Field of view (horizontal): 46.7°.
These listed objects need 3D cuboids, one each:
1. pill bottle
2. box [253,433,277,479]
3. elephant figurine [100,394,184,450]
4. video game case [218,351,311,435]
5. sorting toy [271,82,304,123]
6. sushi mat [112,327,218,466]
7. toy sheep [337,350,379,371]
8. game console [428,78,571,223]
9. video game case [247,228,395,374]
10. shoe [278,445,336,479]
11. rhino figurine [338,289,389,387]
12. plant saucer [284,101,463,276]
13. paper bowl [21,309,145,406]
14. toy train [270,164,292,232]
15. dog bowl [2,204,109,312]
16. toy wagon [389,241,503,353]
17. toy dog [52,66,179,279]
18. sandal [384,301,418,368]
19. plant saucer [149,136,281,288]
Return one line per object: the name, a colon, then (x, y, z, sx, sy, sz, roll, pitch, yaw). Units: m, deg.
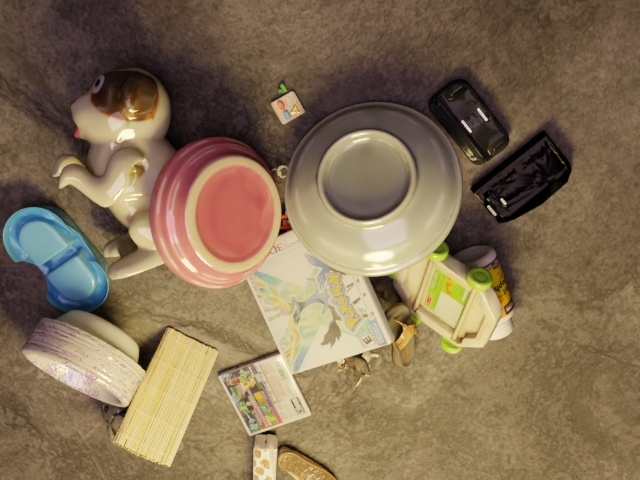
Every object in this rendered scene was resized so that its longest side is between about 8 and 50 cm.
pill bottle: (0.394, 0.128, 1.784, 0.117, 0.117, 0.215, -20, 108, 9)
box: (-0.152, 0.678, 2.024, 0.063, 0.067, 0.324, 3, 113, 0)
elephant figurine: (-0.495, 0.449, 1.935, 0.239, 0.186, 0.169, -10, 153, 17)
video game case: (-0.146, 0.406, 1.957, 0.183, 0.023, 0.201, -21, 109, 9)
sorting toy: (-0.081, -0.315, 1.695, 0.062, 0.012, 0.083, -27, 107, 12)
sushi mat: (-0.380, 0.386, 1.845, 0.151, 0.317, 0.019, 26, 153, -9)
toy sheep: (0.083, 0.289, 1.871, 0.132, 0.091, 0.091, 2, 110, 6)
game console: (0.401, -0.218, 1.698, 0.213, 0.044, 0.361, -39, 105, 13)
video game case: (-0.018, 0.130, 1.752, 0.299, 0.036, 0.329, -23, 93, 30)
shoe: (-0.031, 0.634, 2.023, 0.219, 0.058, 0.076, 43, 85, -16)
rhino figurine: (0.097, 0.235, 1.799, 0.106, 0.073, 0.244, 0, 75, 31)
plant saucer: (0.106, -0.127, 1.606, 0.400, 0.100, 0.401, -3, 77, 11)
paper bowl: (-0.556, 0.273, 1.785, 0.284, 0.284, 0.148, 31, 65, -9)
toy train: (-0.112, -0.096, 1.763, 0.125, 0.046, 0.167, -9, 105, -11)
dog bowl: (-0.634, 0.040, 1.814, 0.165, 0.074, 0.297, -33, 105, 13)
toy wagon: (0.264, 0.108, 1.748, 0.344, 0.068, 0.267, 37, 143, 22)
toy dog: (-0.390, -0.172, 1.624, 0.395, 0.284, 0.408, -19, 109, -5)
sandal: (0.202, 0.235, 1.792, 0.090, 0.060, 0.219, -35, 130, -27)
plant saucer: (-0.205, -0.058, 1.602, 0.084, 0.332, 0.332, 5, 119, 48)
